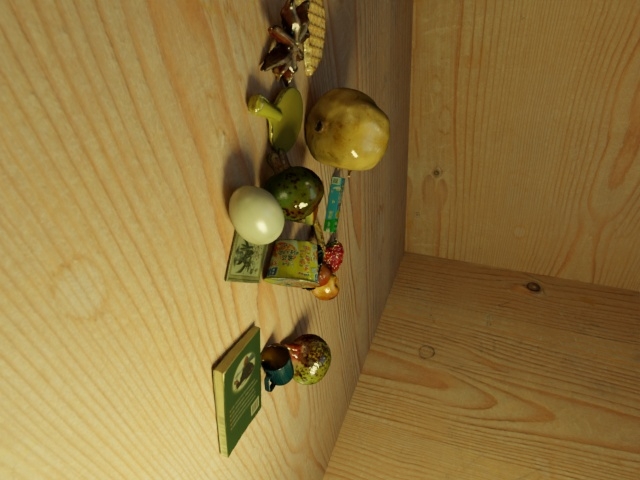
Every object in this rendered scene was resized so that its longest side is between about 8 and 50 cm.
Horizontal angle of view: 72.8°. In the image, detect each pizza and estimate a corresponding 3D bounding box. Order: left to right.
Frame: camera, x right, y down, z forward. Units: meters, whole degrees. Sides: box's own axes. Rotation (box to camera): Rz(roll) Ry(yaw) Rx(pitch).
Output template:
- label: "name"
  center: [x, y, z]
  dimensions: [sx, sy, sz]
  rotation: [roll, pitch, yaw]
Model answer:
- label: "pizza"
  center: [0.000, 0.000, 1.904]
  dimensions: [0.176, 0.036, 0.184]
  rotation: [-100, 174, -49]

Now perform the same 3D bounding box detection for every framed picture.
- label: "framed picture"
  center: [-0.234, 0.055, 1.420]
  dimensions: [0.231, 0.010, 0.172]
  rotation: [18, 82, -70]

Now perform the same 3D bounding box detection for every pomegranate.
- label: "pomegranate"
  center: [-0.100, -0.183, 1.430]
  dimensions: [0.247, 0.202, 0.202]
  rotation: [67, 28, -9]
- label: "pomegranate"
  center: [-0.077, 0.492, 1.848]
  dimensions: [0.248, 0.214, 0.214]
  rotation: [31, 65, -29]
- label: "pomegranate"
  center: [0.099, -0.411, 1.661]
  dimensions: [0.333, 0.333, 0.331]
  rotation: [10, 90, -70]

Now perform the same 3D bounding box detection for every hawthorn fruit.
- label: "hawthorn fruit"
  center: [-0.013, 0.154, 1.926]
  dimensions: [0.128, 0.128, 0.127]
  rotation: [10, 90, -70]

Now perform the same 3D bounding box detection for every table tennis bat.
- label: "table tennis bat"
  center: [-0.137, -0.401, 1.413]
  dimensions: [0.369, 0.054, 0.223]
  rotation: [-13, 119, -72]

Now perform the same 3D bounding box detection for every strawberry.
- label: "strawberry"
  center: [0.065, 0.085, 2.149]
  dimensions: [0.140, 0.085, 0.192]
  rotation: [77, 31, -51]

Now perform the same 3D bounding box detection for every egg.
- label: "egg"
  center: [-0.189, -0.077, 1.274]
  dimensions: [0.209, 0.151, 0.151]
  rotation: [66, 39, -49]

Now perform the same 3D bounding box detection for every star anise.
- label: "star anise"
  center: [-0.101, -0.608, 1.353]
  dimensions: [0.288, 0.088, 0.287]
  rotation: [21, 90, -79]

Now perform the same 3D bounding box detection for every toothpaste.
- label: "toothpaste"
  center: [0.067, -0.171, 2.073]
  dimensions: [0.065, 0.050, 0.266]
  rotation: [-1, 101, -73]

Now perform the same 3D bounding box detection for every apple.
- label: "apple"
  center: [0.027, 0.215, 2.037]
  dimensions: [0.146, 0.147, 0.146]
  rotation: [10, 90, -70]

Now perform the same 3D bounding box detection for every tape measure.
- label: "tape measure"
  center: [-0.059, 0.101, 1.781]
  dimensions: [0.199, 0.112, 0.186]
  rotation: [54, 56, -71]

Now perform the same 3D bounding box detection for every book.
- label: "book"
  center: [-0.275, 0.516, 1.495]
  dimensions: [0.260, 0.043, 0.370]
  rotation: [-47, 143, -60]

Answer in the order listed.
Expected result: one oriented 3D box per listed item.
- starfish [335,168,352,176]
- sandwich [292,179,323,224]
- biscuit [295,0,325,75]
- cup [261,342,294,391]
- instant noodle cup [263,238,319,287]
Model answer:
- label: "starfish"
  center: [0.152, -0.402, 2.008]
  dimensions: [0.295, 0.048, 0.231]
  rotation: [26, -82, 65]
- label: "sandwich"
  center: [-0.077, -0.158, 1.594]
  dimensions: [0.144, 0.117, 0.187]
  rotation: [4, 97, -68]
- label: "biscuit"
  center: [-0.028, -0.769, 1.540]
  dimensions: [0.308, 0.040, 0.204]
  rotation: [78, 29, -47]
- label: "cup"
  center: [-0.177, 0.490, 1.663]
  dimensions: [0.150, 0.113, 0.138]
  rotation: [-34, 141, -23]
- label: "instant noodle cup"
  center: [-0.099, 0.084, 1.568]
  dimensions: [0.205, 0.205, 0.152]
  rotation: [45, 47, -66]
